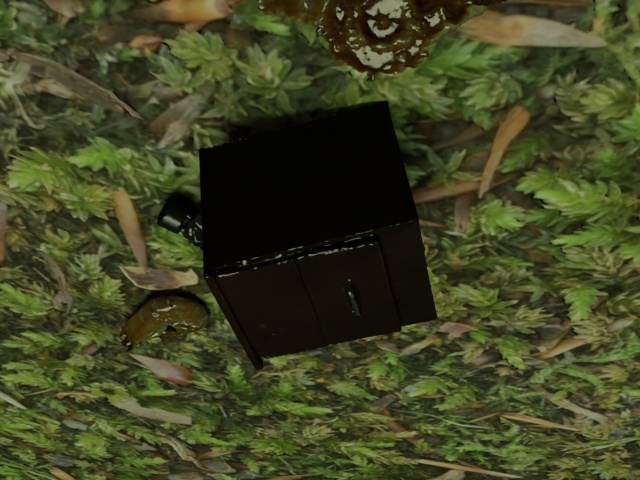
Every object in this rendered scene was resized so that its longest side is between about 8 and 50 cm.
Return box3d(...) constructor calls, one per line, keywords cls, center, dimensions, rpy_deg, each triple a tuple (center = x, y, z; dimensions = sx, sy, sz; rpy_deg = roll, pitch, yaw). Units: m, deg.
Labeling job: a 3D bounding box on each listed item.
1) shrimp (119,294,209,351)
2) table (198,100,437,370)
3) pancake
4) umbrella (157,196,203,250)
box3d(cls="shrimp", center=(-0.228, 0.119, 1.165), dimensions=(0.099, 0.041, 0.180), rpy_deg=(18, 144, -37))
box3d(cls="table", center=(0.000, 0.000, 0.806), dimensions=(0.193, 0.172, 0.169), rpy_deg=(-13, 141, 5))
box3d(cls="pancake", center=(0.055, -0.222, 0.623), dimensions=(0.257, 0.056, 0.212), rpy_deg=(-26, 132, 37))
box3d(cls="umbrella", center=(-0.088, 0.014, 0.969), dimensions=(0.224, 0.080, 0.071), rpy_deg=(26, 176, -17))
